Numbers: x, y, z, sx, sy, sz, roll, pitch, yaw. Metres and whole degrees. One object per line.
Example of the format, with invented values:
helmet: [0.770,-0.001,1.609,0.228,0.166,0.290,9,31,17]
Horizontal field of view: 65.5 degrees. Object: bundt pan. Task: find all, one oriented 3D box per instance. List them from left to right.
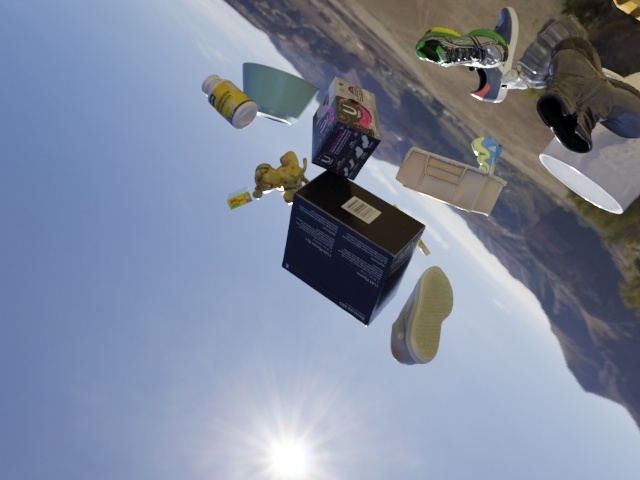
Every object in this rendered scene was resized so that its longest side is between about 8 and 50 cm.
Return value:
bundt pan: [1.020,-0.798,2.164,0.124,0.331,0.331,54,-160,22]

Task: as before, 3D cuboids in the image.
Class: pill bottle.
pill bottle: [-0.294,-0.447,1.590,0.184,0.103,0.103,43,-164,17]

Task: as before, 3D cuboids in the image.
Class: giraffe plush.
giraffe plush: [-0.149,-0.206,1.671,0.170,0.181,0.210,-6,-165,-25]

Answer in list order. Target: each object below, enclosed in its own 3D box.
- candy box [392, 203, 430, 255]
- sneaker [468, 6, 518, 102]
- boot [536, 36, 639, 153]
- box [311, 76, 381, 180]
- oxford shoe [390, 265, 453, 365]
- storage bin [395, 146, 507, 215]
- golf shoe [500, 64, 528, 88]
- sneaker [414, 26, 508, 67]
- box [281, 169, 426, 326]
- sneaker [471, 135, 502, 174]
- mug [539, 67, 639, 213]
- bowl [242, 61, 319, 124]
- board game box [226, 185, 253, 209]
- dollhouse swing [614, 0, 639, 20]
candy box: [0.337,-0.039,1.865,0.105,0.027,0.206,37,-161,-54]
sneaker: [0.656,-0.716,1.916,0.148,0.350,0.131,5,-169,1]
boot: [0.626,-0.282,1.151,0.338,0.222,0.118,31,156,-17]
box: [0.067,-0.324,1.421,0.142,0.163,0.247,18,-138,-18]
oxford shoe: [0.328,0.233,1.617,0.169,0.130,0.449,49,-141,-11]
storage bin: [0.403,-0.181,1.536,0.260,0.123,0.262,26,-167,27]
golf shoe: [0.680,-0.566,1.758,0.176,0.086,0.069,0,-110,-59]
sneaker: [0.501,-0.670,1.785,0.343,0.146,0.134,19,142,33]
box: [0.081,0.019,1.466,0.343,0.312,0.179,34,-133,19]
sneaker: [0.797,-0.375,2.317,0.240,0.126,0.091,64,-161,-21]
mug: [0.802,-0.315,1.386,0.374,0.328,0.276,37,-169,-9]
bowl: [-0.175,-0.555,1.932,0.312,0.163,0.311,18,-175,-2]
board game box: [-0.321,-0.172,1.988,0.181,0.092,0.043,-123,9,-74]
dollhouse swing: [0.770,-0.664,1.013,0.347,0.315,0.305,7,-115,-30]
